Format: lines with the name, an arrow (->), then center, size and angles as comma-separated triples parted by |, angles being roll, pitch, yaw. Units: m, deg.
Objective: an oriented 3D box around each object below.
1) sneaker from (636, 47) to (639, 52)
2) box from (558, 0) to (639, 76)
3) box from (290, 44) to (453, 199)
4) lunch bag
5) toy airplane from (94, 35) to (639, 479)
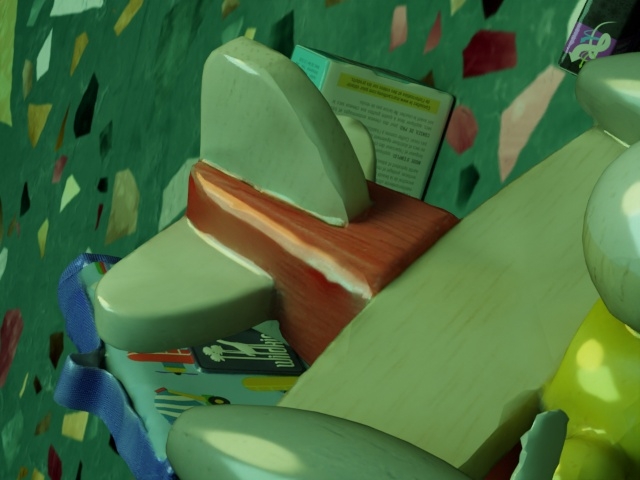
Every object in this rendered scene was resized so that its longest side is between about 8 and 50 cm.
sneaker -> 0.226, -0.159, 1.021 | 0.089, 0.051, 0.170 | 35, 111, 57
box -> 0.185, -0.168, 1.055 | 0.162, 0.029, 0.116 | -68, -14, 19
box -> 0.000, 0.000, 1.313 | 0.060, 0.101, 0.244 | 33, 107, 62
lunch bag -> -0.015, 0.104, 1.088 | 0.138, 0.293, 0.221 | -65, 31, 22
toy airplane -> 0.097, 0.034, 0.824 | 0.272, 0.384, 0.386 | 120, 151, -48
